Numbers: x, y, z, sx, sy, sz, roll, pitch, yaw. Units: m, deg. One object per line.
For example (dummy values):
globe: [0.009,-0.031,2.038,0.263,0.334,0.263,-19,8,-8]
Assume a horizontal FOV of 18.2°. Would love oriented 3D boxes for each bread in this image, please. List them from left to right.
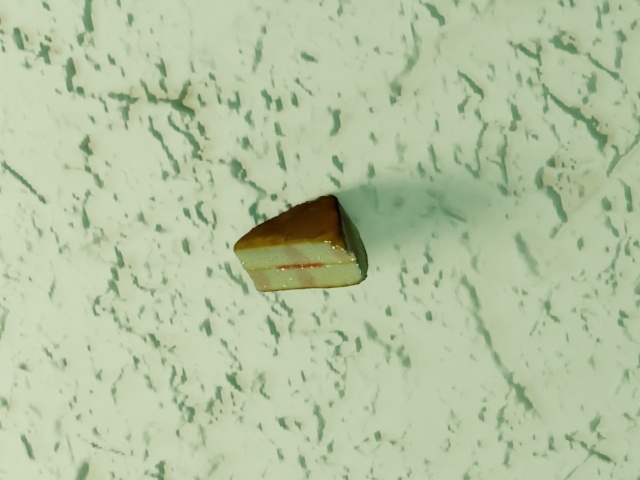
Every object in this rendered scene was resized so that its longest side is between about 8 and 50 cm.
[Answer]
bread: [0.000,0.000,1.255,0.062,0.109,0.043,-47,117,-32]
